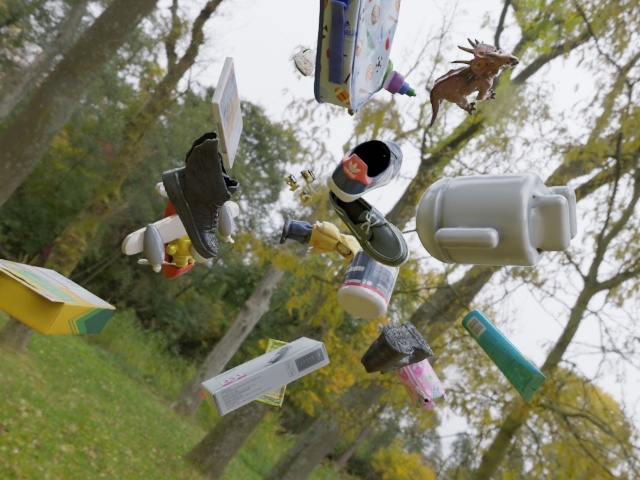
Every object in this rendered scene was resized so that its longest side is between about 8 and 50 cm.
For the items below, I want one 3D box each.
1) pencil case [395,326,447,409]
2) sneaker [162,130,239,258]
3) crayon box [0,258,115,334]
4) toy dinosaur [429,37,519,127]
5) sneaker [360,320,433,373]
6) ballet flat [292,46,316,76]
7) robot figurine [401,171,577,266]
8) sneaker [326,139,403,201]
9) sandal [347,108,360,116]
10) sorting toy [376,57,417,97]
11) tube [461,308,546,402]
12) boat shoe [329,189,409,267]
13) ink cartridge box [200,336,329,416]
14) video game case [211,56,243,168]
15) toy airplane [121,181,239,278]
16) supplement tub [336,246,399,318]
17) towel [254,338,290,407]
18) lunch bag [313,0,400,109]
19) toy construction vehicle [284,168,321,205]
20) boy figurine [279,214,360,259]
[{"bbox_3d":[0.315,0.439,1.814,0.283,0.124,0.124,61,-13,10],"label":"pencil case"},{"bbox_3d":[-0.144,-0.053,0.689,0.051,0.089,0.170,-106,176,-55],"label":"sneaker"},{"bbox_3d":[-0.632,0.131,1.192,0.203,0.083,0.323,29,-9,5],"label":"crayon box"},{"bbox_3d":[0.372,-0.421,1.377,0.296,0.200,0.127,-31,-105,34],"label":"toy dinosaur"},{"bbox_3d":[0.192,0.283,1.347,0.286,0.130,0.109,20,31,-55],"label":"sneaker"},{"bbox_3d":[-0.052,-0.650,1.874,0.091,0.077,0.241,40,19,-23],"label":"ballet flat"},{"bbox_3d":[0.361,-0.044,1.149,0.354,0.300,0.199,1,-75,37],"label":"robot figurine"},{"bbox_3d":[0.162,-0.227,1.458,0.131,0.350,0.148,43,-48,5],"label":"sneaker"},{"bbox_3d":[0.084,-0.375,1.298,0.049,0.072,0.180,44,-17,11],"label":"sandal"},{"bbox_3d":[0.230,-0.533,1.764,0.126,0.127,0.365,24,17,-24],"label":"sorting toy"},{"bbox_3d":[0.376,0.231,1.089,0.207,0.052,0.080,55,-33,43],"label":"tube"},{"bbox_3d":[0.130,-0.046,1.516,0.319,0.116,0.099,51,10,31],"label":"boat shoe"},{"bbox_3d":[-0.148,0.308,1.254,0.239,0.275,0.060,-7,-78,66],"label":"ink cartridge box"},{"bbox_3d":[-0.286,-0.391,1.633,0.025,0.203,0.285,6,-32,2],"label":"video game case"},{"bbox_3d":[-0.464,-0.040,1.839,0.272,0.386,0.384,40,-9,21],"label":"toy airplane"},{"bbox_3d":[0.186,0.140,1.973,0.191,0.272,0.191,16,-34,11],"label":"supplement tub"},{"bbox_3d":[-0.159,0.455,1.817,0.102,0.237,0.021,14,-38,-1],"label":"towel"},{"bbox_3d":[0.069,-0.428,1.048,0.115,0.243,0.303,18,-50,19],"label":"lunch bag"},{"bbox_3d":[-0.050,-0.146,1.414,0.086,0.035,0.098,-32,-93,38],"label":"toy construction vehicle"},{"bbox_3d":[0.000,0.000,1.874,0.286,0.092,0.177,17,-40,-8],"label":"boy figurine"}]
